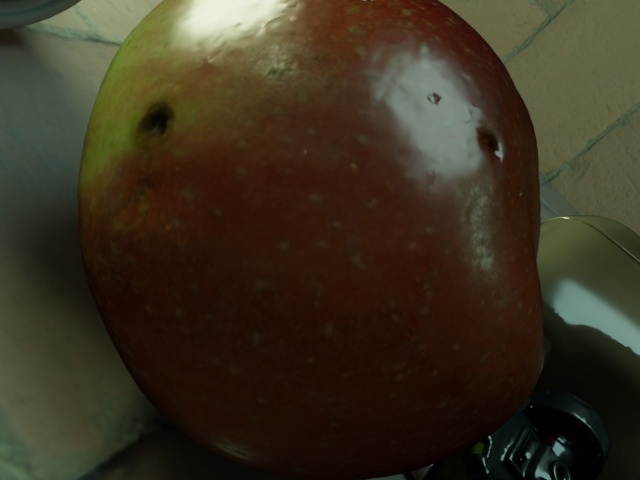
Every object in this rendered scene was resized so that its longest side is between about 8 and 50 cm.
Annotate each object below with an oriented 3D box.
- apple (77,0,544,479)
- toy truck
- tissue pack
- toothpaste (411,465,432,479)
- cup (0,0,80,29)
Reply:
[{"bbox_3d":[0.008,-0.016,0.503,0.348,0.276,0.349,-2,90,-72],"label":"apple"},{"bbox_3d":[0.152,0.230,0.536,0.224,0.165,0.147,54,44,-3],"label":"toy truck"},{"bbox_3d":[0.290,0.171,0.722,0.276,0.267,0.387,-24,69,-40],"label":"tissue pack"},{"bbox_3d":[0.100,0.204,0.675,0.067,0.042,0.195,10,48,-59],"label":"toothpaste"},{"bbox_3d":[-0.331,-0.383,0.611,0.372,0.253,0.253,52,24,10],"label":"cup"}]
